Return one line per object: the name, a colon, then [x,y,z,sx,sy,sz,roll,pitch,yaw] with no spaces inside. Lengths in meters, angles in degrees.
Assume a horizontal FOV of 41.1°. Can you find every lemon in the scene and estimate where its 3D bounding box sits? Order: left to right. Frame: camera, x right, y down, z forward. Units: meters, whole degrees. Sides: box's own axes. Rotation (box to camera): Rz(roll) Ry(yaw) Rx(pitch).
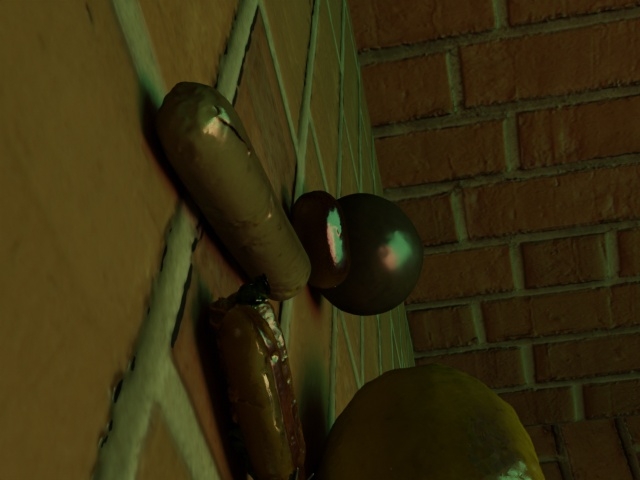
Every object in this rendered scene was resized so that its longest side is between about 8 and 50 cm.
lemon: [0.121,0.288,0.971,0.316,0.285,0.285,-163,-117,-74]

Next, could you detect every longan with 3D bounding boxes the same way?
longan: [0.059,0.020,1.175,0.187,0.167,0.167,131,-46,-72]

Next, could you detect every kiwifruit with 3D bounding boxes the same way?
kiwifruit: [0.000,0.000,1.052,0.075,0.075,0.124,-68,145,-74]

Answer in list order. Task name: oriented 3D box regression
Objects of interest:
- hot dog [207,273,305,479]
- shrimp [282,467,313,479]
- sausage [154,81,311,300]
hot dog: [-0.049,0.118,0.657,0.072,0.055,0.188,-84,163,-71]
shrimp: [-0.026,0.239,0.654,0.065,0.056,0.165,-112,-160,-54]
sausage: [-0.061,-0.026,0.694,0.301,0.065,0.066,62,22,-63]
